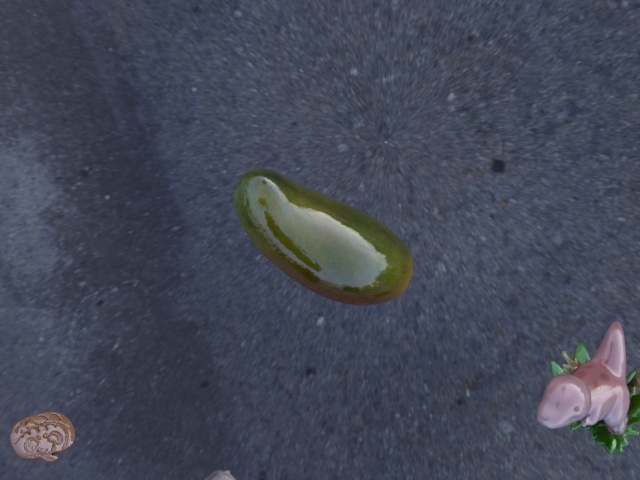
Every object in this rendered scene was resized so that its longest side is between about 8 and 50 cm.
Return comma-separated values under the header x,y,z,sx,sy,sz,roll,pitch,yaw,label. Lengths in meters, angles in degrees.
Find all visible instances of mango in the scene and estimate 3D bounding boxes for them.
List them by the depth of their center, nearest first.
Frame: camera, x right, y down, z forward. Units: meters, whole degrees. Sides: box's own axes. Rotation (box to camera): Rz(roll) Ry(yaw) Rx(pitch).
x,y,z,sx,sy,sz,roll,pitch,yaw,label
-0.001,0.000,1.306,0.289,0.146,0.129,32,88,-20,mango

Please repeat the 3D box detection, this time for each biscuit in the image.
x,y,z,sx,sy,sz,roll,pitch,yaw,label
-0.404,0.289,1.425,0.091,0.015,0.078,-15,60,-30,biscuit

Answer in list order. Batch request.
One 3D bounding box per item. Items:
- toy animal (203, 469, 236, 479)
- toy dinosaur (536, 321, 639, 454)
x,y,z,sx,sy,sz,roll,pitch,yaw,label
-0.141,0.442,1.038,0.188,0.358,0.226,24,138,-7,toy animal
0.354,0.191,1.317,0.194,0.177,0.152,-42,51,-11,toy dinosaur
